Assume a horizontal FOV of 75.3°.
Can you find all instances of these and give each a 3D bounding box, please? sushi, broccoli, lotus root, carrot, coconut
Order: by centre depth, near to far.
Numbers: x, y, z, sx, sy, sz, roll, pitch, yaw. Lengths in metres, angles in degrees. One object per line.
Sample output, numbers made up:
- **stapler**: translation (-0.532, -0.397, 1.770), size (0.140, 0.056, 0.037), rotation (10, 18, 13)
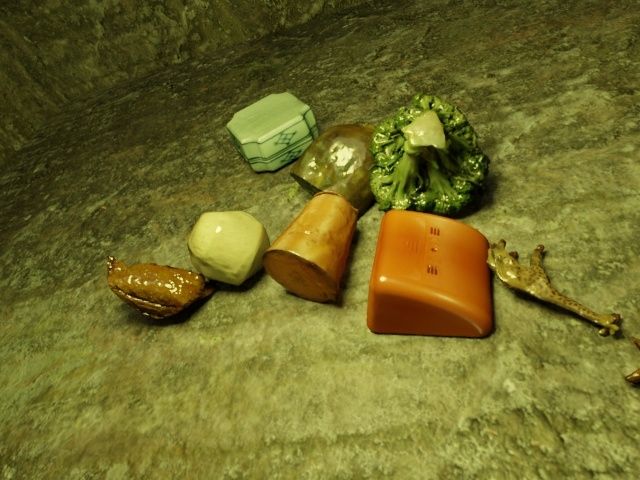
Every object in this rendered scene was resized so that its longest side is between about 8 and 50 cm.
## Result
- **carrot**: translation (0.000, 0.000, 1.010), size (0.196, 0.195, 0.254), rotation (6, 49, 29)
- **broccoli**: translation (0.251, -0.209, 1.026), size (0.304, 0.283, 0.320), rotation (-25, 73, 9)
- **coconut**: translation (-0.232, 0.015, 1.095), size (0.225, 0.224, 0.224), rotation (-13, 44, 12)
- **sushi**: translation (-0.428, 0.127, 1.099), size (0.288, 0.148, 0.140), rotation (8, 38, 5)
- **lotus root**: translation (0.072, -0.234, 1.196), size (0.260, 0.149, 0.267), rotation (-50, 50, -2)

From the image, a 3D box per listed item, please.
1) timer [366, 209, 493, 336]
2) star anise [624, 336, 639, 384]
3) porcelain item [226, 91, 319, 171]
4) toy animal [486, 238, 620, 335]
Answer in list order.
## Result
- **timer**: translation (0.240, 0.069, 0.895), size (0.250, 0.161, 0.257), rotation (8, 49, 11)
- **star anise**: translation (0.569, 0.200, 0.648), size (0.168, 0.057, 0.167), rotation (-12, 44, 12)
- **porcelain item**: translation (-0.171, -0.389, 1.497), size (0.286, 0.157, 0.281), rotation (-32, 45, -10)
- **toy animal**: translation (0.437, 0.084, 0.812), size (0.149, 0.054, 0.275), rotation (-6, 36, -19)
